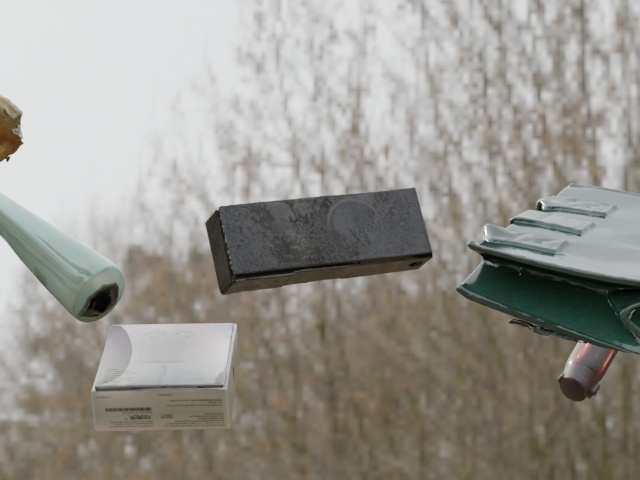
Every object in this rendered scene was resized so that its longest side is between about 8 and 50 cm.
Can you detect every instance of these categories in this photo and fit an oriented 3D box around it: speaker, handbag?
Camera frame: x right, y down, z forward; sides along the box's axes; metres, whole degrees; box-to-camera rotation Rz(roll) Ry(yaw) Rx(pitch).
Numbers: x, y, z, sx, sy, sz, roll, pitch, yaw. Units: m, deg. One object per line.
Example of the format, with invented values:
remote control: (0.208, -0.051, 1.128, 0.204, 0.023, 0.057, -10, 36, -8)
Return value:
speaker: (0.000, 0.000, 1.684, 0.218, 0.082, 0.044, -6, -19, -22)
handbag: (0.303, 0.022, 1.740, 0.238, 0.089, 0.326, 14, 20, 25)

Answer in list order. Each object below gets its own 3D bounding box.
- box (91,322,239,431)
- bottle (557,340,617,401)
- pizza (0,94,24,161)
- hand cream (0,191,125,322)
box: (-0.149, 0.132, 1.648, 0.130, 0.051, 0.129, 0, 25, 2)
bottle: (0.387, 0.158, 2.359, 0.060, 0.164, 0.060, 22, -40, 20)
pizza: (-0.515, -0.111, 2.031, 0.335, 0.086, 0.226, -10, -35, -41)
hand cream: (-0.329, -0.019, 1.747, 0.321, 0.067, 0.109, 34, -13, 27)
